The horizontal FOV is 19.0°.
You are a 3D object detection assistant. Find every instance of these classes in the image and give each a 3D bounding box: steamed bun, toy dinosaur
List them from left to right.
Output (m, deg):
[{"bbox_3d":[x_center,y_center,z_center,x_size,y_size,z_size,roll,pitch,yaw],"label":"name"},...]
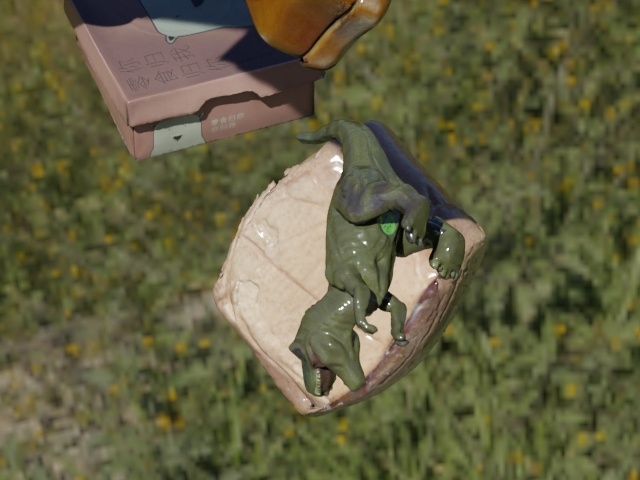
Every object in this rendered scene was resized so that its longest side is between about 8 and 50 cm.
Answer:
[{"bbox_3d":[0.000,0.000,1.283,0.179,0.087,0.187,19,74,35],"label":"toy dinosaur"},{"bbox_3d":[0.044,0.029,2.139,0.251,0.301,0.199,45,30,9],"label":"steamed bun"}]

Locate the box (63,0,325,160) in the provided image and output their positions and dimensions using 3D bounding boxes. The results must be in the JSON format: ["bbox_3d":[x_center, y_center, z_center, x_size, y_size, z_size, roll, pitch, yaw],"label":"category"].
[{"bbox_3d":[-0.131,-0.194,1.978,0.215,0.086,0.215,-16,46,-17],"label":"box"}]

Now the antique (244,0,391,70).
[{"bbox_3d":[0.006,-0.283,1.615,0.129,0.223,0.278,26,57,-20],"label":"antique"}]
